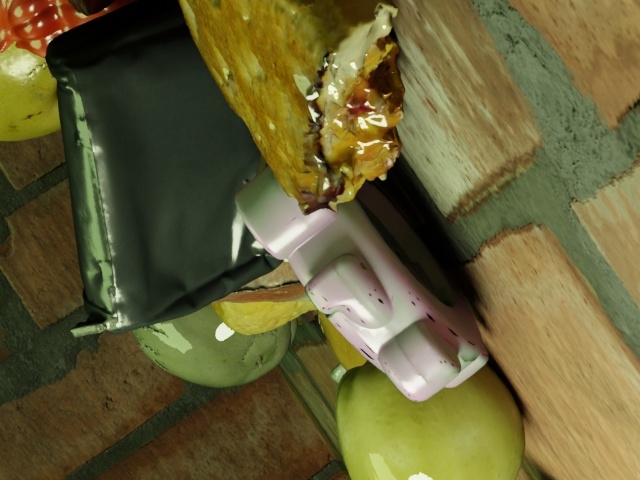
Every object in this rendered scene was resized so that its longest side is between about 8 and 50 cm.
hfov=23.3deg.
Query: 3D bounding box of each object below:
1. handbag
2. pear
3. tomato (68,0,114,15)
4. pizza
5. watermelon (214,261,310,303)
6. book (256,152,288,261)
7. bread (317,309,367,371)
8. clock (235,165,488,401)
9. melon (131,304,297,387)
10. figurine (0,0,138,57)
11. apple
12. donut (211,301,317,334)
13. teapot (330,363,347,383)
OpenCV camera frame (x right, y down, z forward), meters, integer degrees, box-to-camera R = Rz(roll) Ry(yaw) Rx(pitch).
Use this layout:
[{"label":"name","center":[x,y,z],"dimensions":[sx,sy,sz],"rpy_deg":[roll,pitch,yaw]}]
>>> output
[{"label":"handbag","center":[-0.174,-0.080,1.512],"dimensions":[0.177,0.275,0.302],"rpy_deg":[17,122,44]},{"label":"pear","center":[-0.490,-0.321,2.439],"dimensions":[0.348,0.348,0.348],"rpy_deg":[54,171,12]},{"label":"tomato","center":[-0.238,-0.388,1.446],"dimensions":[0.338,0.143,0.338],"rpy_deg":[54,167,19]},{"label":"pizza","center":[-0.024,-0.152,1.220],"dimensions":[0.278,0.114,0.409],"rpy_deg":[59,172,-12]},{"label":"watermelon","center":[-0.094,-0.043,1.716],"dimensions":[0.318,0.226,0.148],"rpy_deg":[49,155,-13]},{"label":"book","center":[-0.033,-0.081,1.523],"dimensions":[0.118,0.012,0.172],"rpy_deg":[69,-155,-51]},{"label":"bread","center":[0.067,0.119,1.788],"dimensions":[0.147,0.098,0.217],"rpy_deg":[58,173,-34]},{"label":"clock","center":[0.047,0.030,1.403],"dimensions":[0.248,0.090,0.227],"rpy_deg":[53,-167,10]},{"label":"melon","center":[-0.187,0.113,2.612],"dimensions":[0.330,0.268,0.268],"rpy_deg":[41,164,34]},{"label":"figurine","center":[-0.288,-0.310,1.827],"dimensions":[0.257,0.208,0.181],"rpy_deg":[56,141,45]},{"label":"apple","center":[0.106,0.189,1.539],"dimensions":[0.200,0.200,0.200],"rpy_deg":[54,171,12]},{"label":"donut","center":[-0.137,-0.052,1.996],"dimensions":[0.378,0.163,0.435],"rpy_deg":[55,172,34]},{"label":"teapot","center":[0.059,0.195,2.270],"dimensions":[0.064,0.064,0.083],"rpy_deg":[49,-157,3]}]
